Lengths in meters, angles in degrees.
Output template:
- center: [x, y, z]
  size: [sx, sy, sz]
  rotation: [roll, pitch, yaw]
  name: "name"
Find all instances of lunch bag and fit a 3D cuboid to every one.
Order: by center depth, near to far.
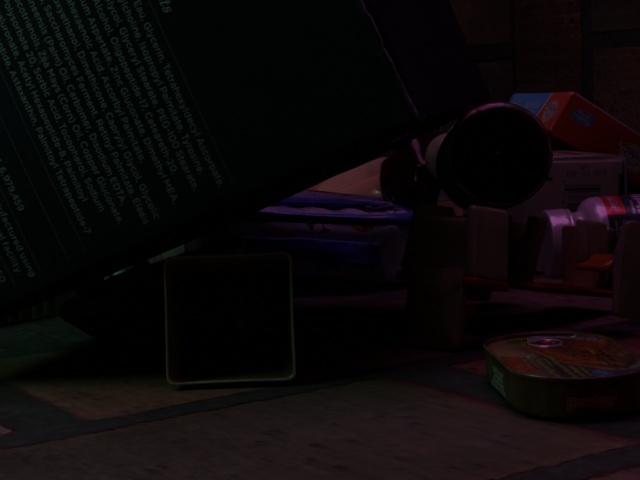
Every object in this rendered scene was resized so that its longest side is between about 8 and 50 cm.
- center: [-0.022, -0.008, 1.726]
  size: [0.304, 0.114, 0.243]
  rotation: [2, 5, -5]
  name: "lunch bag"

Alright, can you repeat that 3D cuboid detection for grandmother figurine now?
- center: [0.104, -0.075, 1.933]
  size: [0.104, 0.207, 0.342]
  rotation: [0, -19, -46]
  name: "grandmother figurine"

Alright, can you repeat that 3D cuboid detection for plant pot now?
- center: [-0.074, 0.070, 1.191]
  size: [0.109, 0.109, 0.096]
  rotation: [-3, -6, 3]
  name: "plant pot"

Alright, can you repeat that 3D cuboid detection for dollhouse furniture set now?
- center: [0.196, 0.043, 1.360]
  size: [0.259, 0.135, 0.262]
  rotation: [7, -2, -43]
  name: "dollhouse furniture set"

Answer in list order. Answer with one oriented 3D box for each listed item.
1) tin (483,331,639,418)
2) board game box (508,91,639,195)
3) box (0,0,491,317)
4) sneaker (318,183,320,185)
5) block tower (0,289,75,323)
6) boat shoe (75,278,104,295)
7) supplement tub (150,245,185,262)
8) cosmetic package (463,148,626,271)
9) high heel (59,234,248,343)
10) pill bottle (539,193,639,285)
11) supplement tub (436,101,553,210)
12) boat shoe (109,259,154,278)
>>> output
- center: [0.187, 0.103, 1.061]
  size: [0.106, 0.040, 0.189]
  rotation: [1, 6, -4]
  name: "tin"
- center: [0.436, -0.111, 2.007]
  size: [0.317, 0.064, 0.242]
  rotation: [31, -1, -12]
  name: "board game box"
- center: [-0.125, -0.161, 1.347]
  size: [0.472, 0.297, 0.480]
  rotation: [-25, 2, 16]
  name: "box"
- center: [-0.028, -0.053, 2.263]
  size: [0.153, 0.099, 0.282]
  rotation: [0, 10, 7]
  name: "sneaker"
- center: [-0.414, 0.055, 1.496]
  size: [0.097, 0.090, 0.335]
  rotation: [3, 9, 38]
  name: "block tower"
- center: [-0.275, 0.045, 1.628]
  size: [0.049, 0.042, 0.133]
  rotation: [-24, 1, -28]
  name: "boat shoe"
- center: [-0.224, -0.029, 1.915]
  size: [0.200, 0.144, 0.144]
  rotation: [1, 7, 30]
  name: "supplement tub"
- center: [0.299, -0.049, 1.866]
  size: [0.129, 0.153, 0.296]
  rotation: [-2, 8, -12]
  name: "cosmetic package"
- center: [-0.171, 0.045, 1.465]
  size: [0.186, 0.093, 0.261]
  rotation: [-1, 12, -1]
  name: "high heel"
- center: [0.352, -0.001, 1.598]
  size: [0.180, 0.107, 0.108]
  rotation: [-3, 6, -4]
  name: "pill bottle"
- center: [0.172, -0.081, 1.398]
  size: [0.106, 0.106, 0.198]
  rotation: [-3, -1, 0]
  name: "supplement tub"
- center: [-0.222, 0.043, 1.651]
  size: [0.063, 0.066, 0.184]
  rotation: [7, 4, -10]
  name: "boat shoe"
